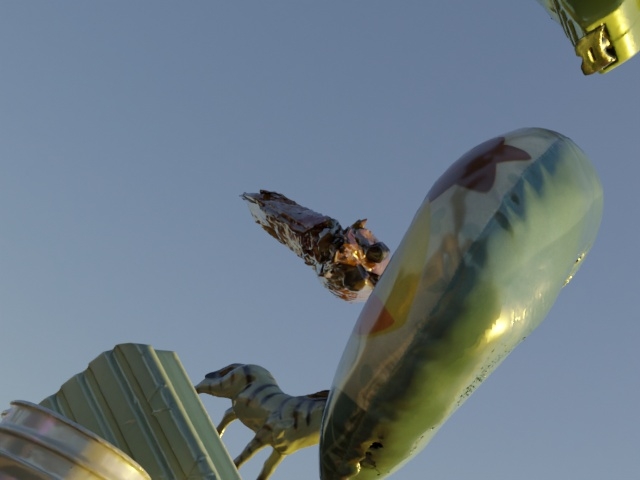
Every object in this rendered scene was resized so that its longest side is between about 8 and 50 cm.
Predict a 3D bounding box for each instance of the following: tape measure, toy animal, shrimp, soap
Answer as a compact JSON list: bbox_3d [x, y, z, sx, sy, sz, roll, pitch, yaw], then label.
[{"bbox_3d":[0.253,-0.241,1.079,0.087,0.154,0.177,53,8,-47],"label":"tape measure"},{"bbox_3d":[-0.054,0.202,1.441,0.217,0.176,0.073,41,-4,36],"label":"toy animal"},{"bbox_3d":[-0.001,0.001,1.032,0.154,0.062,0.294,33,-5,-5],"label":"shrimp"},{"bbox_3d":[-0.136,0.185,0.980,0.198,0.119,0.066,58,10,29],"label":"soap"}]

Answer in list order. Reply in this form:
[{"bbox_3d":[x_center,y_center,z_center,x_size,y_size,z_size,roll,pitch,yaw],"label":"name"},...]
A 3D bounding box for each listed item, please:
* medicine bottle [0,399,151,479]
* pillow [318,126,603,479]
[{"bbox_3d":[-0.230,0.260,0.750,0.124,0.324,0.179,30,-23,-5],"label":"medicine bottle"},{"bbox_3d":[0.074,0.037,0.648,0.086,0.233,0.214,32,-72,9],"label":"pillow"}]
